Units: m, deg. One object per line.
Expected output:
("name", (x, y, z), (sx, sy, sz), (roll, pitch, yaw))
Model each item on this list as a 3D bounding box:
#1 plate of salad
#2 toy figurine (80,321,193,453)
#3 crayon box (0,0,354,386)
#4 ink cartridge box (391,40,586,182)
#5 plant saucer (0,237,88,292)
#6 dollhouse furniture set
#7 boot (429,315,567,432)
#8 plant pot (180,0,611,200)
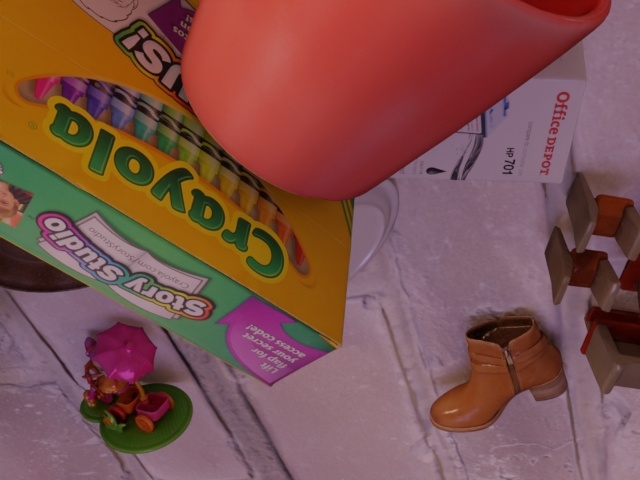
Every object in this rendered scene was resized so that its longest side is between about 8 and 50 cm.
("plate of salad", (0.000, 0.000, 1.125), (0.199, 0.048, 0.200), (-28, 148, -19))
("toy figurine", (-0.267, 0.177, 1.383), (0.173, 0.130, 0.159), (13, 131, 28))
("crayon box", (-0.131, -0.100, 0.855), (0.363, 0.313, 0.106), (33, 131, -28))
("ink cartridge box", (0.144, -0.130, 0.982), (0.190, 0.082, 0.140), (3, 140, 4))
("plant saucer", (-0.301, -0.002, 1.175), (0.198, 0.036, 0.199), (-9, 152, -5))
("dollhouse furniture set", (0.377, 0.043, 1.159), (0.261, 0.135, 0.259), (9, 128, -5))
("boot", (0.211, 0.167, 1.336), (0.197, 0.073, 0.152), (-24, 135, 13))
("plant pot", (0.034, -0.176, 0.779), (0.274, 0.275, 0.243), (24, 130, -22))
